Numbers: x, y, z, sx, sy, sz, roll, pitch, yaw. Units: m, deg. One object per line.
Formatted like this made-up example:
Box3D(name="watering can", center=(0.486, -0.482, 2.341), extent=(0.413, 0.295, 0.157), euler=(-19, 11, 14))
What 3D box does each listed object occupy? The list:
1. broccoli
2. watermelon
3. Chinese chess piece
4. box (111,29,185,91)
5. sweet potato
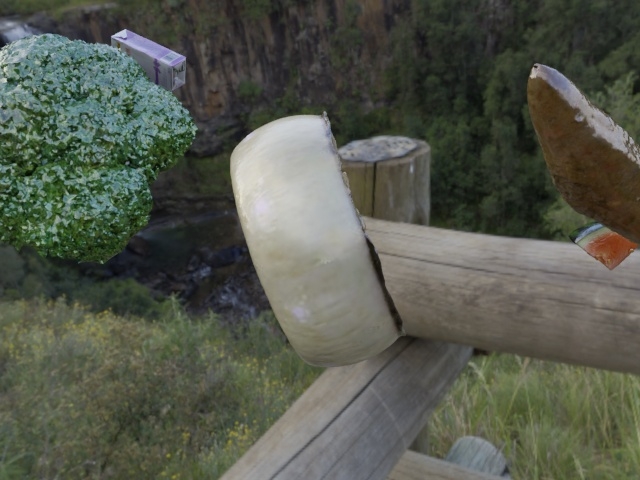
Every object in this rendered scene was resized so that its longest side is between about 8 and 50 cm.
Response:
Box3D(name="broccoli", center=(-0.366, -0.123, 0.795), extent=(0.321, 0.310, 0.413), euler=(19, 28, -34))
Box3D(name="watermelon", center=(0.529, 0.006, 1.033), extent=(0.135, 0.094, 0.125), euler=(-13, -13, 27))
Box3D(name="Chinese chess piece", center=(0.000, 0.000, 0.581), extent=(0.104, 0.257, 0.257), euler=(-19, 26, 5))
Box3D(name="box", center=(-0.264, -0.276, 0.872), extent=(0.117, 0.051, 0.036), euler=(26, 45, 12))
Box3D(name="sweet potato", center=(0.335, -0.069, 0.643), extent=(0.114, 0.341, 0.092), euler=(-42, 20, 51))
